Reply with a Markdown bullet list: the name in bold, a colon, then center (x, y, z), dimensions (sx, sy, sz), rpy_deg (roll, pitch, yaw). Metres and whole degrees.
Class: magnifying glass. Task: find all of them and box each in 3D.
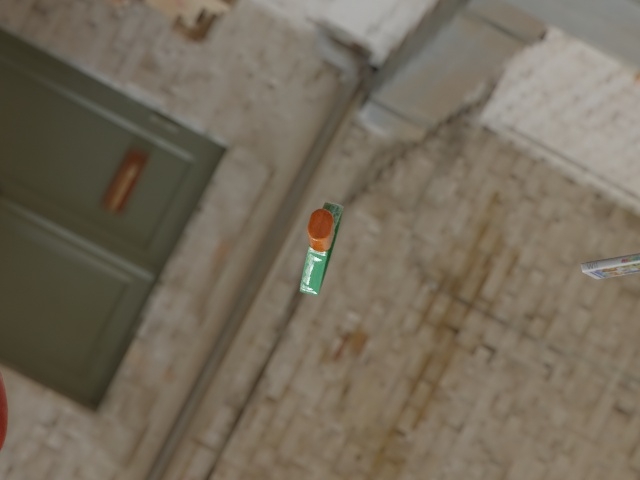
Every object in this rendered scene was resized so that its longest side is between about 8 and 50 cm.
- **magnifying glass**: center (0.000, 0.000, 1.809), dimensions (0.231, 0.026, 0.092), rpy_deg (100, 7, -83)

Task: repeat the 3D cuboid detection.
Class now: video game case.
- **video game case**: center (0.336, 0.022, 1.989), dimensions (0.087, 0.122, 0.011), rpy_deg (18, 63, -71)

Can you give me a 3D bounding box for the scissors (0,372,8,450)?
- **scissors**: center (-0.213, 0.072, 0.851), dimensions (0.297, 0.021, 0.109), rpy_deg (-27, -104, 49)
